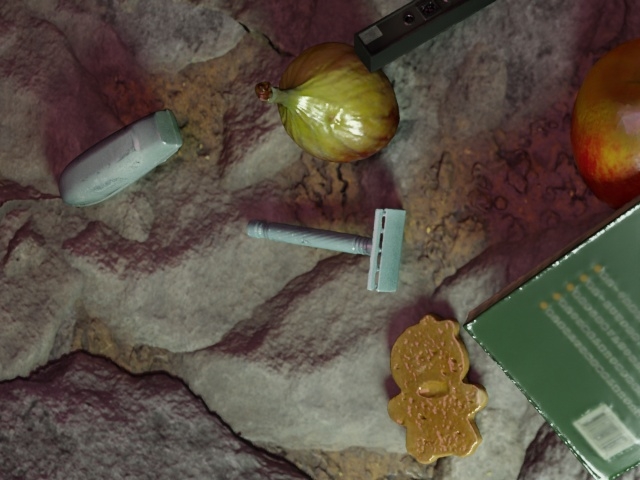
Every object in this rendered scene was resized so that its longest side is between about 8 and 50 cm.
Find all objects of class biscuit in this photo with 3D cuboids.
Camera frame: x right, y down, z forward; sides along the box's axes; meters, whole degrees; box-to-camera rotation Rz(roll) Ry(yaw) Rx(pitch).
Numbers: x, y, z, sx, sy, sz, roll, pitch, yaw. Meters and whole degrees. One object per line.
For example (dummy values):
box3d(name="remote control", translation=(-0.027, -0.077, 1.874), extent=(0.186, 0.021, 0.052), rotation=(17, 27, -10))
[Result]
box3d(name="biscuit", translation=(0.142, 0.190, 1.495), extent=(0.133, 0.027, 0.184), rotation=(-28, 76, 26))

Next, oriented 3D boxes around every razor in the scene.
box3d(name="razor", translation=(0.000, 0.000, 1.557), extent=(0.232, 0.068, 0.106), rotation=(8, 93, 32))

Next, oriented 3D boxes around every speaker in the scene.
box3d(name="speaker", translation=(0.131, -0.273, 1.440), extent=(0.191, 0.046, 0.040), rotation=(-31, 73, -9))

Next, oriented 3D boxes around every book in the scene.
box3d(name="book", translation=(0.370, 0.089, 1.296), extent=(0.260, 0.043, 0.371), rotation=(49, 123, -3))

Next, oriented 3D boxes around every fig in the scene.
box3d(name="fig", translation=(0.005, -0.188, 1.465), extent=(0.143, 0.231, 0.160), rotation=(-43, 61, 1))

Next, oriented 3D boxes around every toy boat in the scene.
box3d(name="toy boat", translation=(-0.292, -0.110, 1.704), extent=(0.260, 0.085, 0.078), rotation=(-26, 77, 36))

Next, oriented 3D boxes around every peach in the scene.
box3d(name="peach", translation=(0.374, -0.127, 1.327), extent=(0.190, 0.192, 0.190), rotation=(-4, 56, 6))
